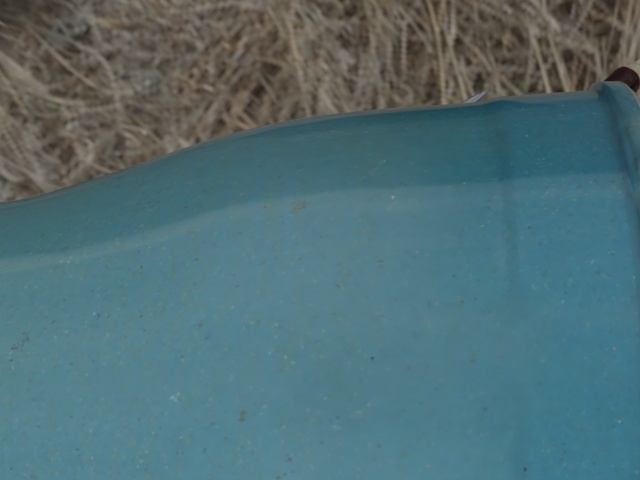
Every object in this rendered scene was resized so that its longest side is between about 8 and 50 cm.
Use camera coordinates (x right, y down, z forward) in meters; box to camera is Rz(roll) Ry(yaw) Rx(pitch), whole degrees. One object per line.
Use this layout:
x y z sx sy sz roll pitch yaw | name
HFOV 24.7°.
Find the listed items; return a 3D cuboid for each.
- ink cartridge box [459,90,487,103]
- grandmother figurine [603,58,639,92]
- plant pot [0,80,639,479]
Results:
0.000 0.000 1.402 0.307 0.303 0.072 -36 95 -29 | ink cartridge box
0.300 -0.089 1.524 0.104 0.342 0.208 2 88 31 | grandmother figurine
-0.016 0.075 0.558 0.255 0.271 0.272 0 83 2 | plant pot
